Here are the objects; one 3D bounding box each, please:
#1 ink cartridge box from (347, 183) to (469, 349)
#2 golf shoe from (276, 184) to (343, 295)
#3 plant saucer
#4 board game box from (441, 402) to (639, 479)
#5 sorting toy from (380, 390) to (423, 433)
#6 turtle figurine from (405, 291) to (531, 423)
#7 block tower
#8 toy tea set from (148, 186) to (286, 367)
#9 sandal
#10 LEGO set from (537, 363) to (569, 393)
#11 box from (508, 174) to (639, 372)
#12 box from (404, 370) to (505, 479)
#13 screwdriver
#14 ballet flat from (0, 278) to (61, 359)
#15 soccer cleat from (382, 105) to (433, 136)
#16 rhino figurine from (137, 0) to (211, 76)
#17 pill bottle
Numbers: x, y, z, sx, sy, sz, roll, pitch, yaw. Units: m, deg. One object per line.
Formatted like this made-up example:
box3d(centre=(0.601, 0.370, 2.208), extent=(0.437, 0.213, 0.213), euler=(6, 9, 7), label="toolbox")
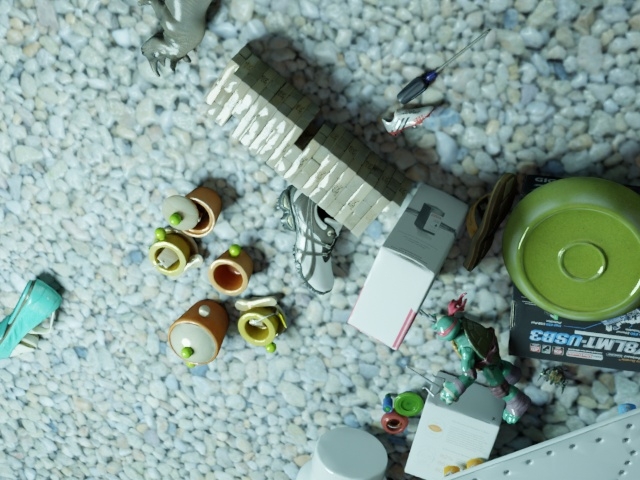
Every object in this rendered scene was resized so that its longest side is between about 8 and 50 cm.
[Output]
box3d(centre=(0.136, 0.035, 1.649), extent=(0.092, 0.218, 0.158), euler=(28, 125, 8), label="ink cartridge box")
box3d(centre=(0.000, 0.000, 1.761), extent=(0.094, 0.077, 0.198), euler=(-8, 118, 23), label="golf shoe")
box3d(centre=(0.381, 0.023, 1.583), extent=(0.241, 0.037, 0.241), euler=(9, 121, 15), label="plant saucer")
box3d(centre=(0.458, 0.452, 1.828), extent=(0.390, 0.050, 0.390), euler=(-25, 118, 21), label="board game box")
box3d(centre=(0.138, 0.291, 1.912), extent=(0.061, 0.042, 0.102), euler=(26, 120, -11), label="sorting toy")
box3d(centre=(0.235, 0.185, 1.737), extent=(0.234, 0.175, 0.118), euler=(39, 129, -22), label="turtle figurine")
box3d(centre=(-0.022, -0.145, 1.673), extent=(0.335, 0.091, 0.097), euler=(38, 125, -5), label="block tower")
box3d(centre=(-0.203, 0.076, 1.846), extent=(0.200, 0.124, 0.336), euler=(-13, 115, 25), label="toy tea set")
box3d(centre=(0.247, -0.030, 1.670), extent=(0.049, 0.072, 0.180), euler=(35, 131, 20), label="sandal")
box3d(centre=(0.382, 0.211, 1.792), extent=(0.054, 0.023, 0.083), euler=(-4, 105, 19), label="LEGO set")
box3d(centre=(0.440, 0.058, 1.647), extent=(0.295, 0.073, 0.293), euler=(6, 122, 15), label="box")
box3d(centre=(0.231, 0.330, 1.869), extent=(0.130, 0.091, 0.170), euler=(18, 124, 8), label="box")
box3d(centre=(0.180, -0.251, 1.587), extent=(0.170, 0.024, 0.025), euler=(-33, 135, 25), label="screwdriver")
box3d(centre=(-0.559, 0.168, 2.054), extent=(0.087, 0.083, 0.247), euler=(31, 128, -18), label="ballet flat")
box3d(centre=(0.130, -0.186, 1.634), extent=(0.083, 0.029, 0.035), euler=(-24, 114, 34), label="soccer cleat")
box3d(centre=(-0.215, -0.344, 1.633), extent=(0.106, 0.073, 0.243), euler=(28, 126, 5), label="rhino figurine")
box3d(centre=(0.030, 0.499, 1.988), extent=(0.176, 0.176, 0.318), euler=(16, 123, 9), label="pill bottle")
